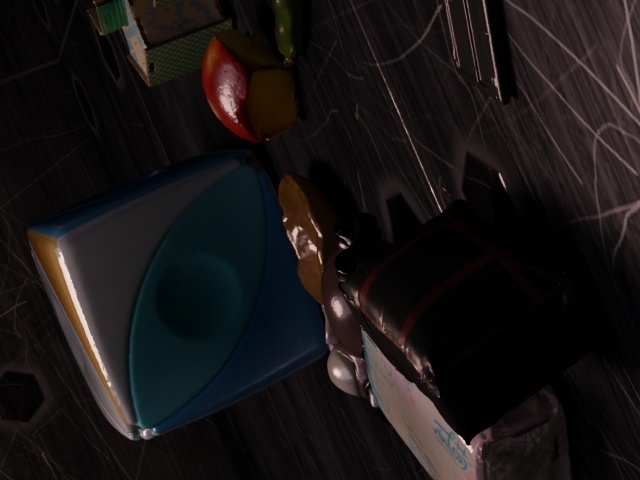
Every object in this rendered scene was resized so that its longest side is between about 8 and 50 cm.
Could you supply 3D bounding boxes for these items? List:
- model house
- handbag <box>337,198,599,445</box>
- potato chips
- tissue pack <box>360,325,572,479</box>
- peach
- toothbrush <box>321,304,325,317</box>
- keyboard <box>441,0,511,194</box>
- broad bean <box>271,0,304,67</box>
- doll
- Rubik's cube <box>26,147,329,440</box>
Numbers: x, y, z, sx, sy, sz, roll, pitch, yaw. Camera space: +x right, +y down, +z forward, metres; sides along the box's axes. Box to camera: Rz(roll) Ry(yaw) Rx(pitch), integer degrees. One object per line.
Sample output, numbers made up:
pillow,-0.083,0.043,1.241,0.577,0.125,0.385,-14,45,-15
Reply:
model house,-0.223,-0.323,2.142,0.206,0.178,0.271,68,162,-10
handbag,0.139,0.068,1.454,0.155,0.169,0.215,57,172,-36
potato chips,0.000,-0.001,2.044,0.208,0.062,0.195,80,166,-44
tissue pack,0.152,0.174,1.663,0.271,0.124,0.201,50,162,45
peach,-0.093,-0.199,2.000,0.118,0.151,0.151,-54,47,20
toothbrush,0.008,0.104,2.258,0.016,0.019,0.219,26,137,61
keyboard,0.125,-0.204,1.366,0.103,0.041,0.381,-134,31,-55
broad bean,-0.043,-0.300,1.784,0.297,0.043,0.060,81,169,-47
doll,0.062,0.093,1.848,0.257,0.117,0.182,83,-172,-45
Rubik's cube,-0.221,0.073,2.369,0.347,0.351,0.352,69,163,-9
